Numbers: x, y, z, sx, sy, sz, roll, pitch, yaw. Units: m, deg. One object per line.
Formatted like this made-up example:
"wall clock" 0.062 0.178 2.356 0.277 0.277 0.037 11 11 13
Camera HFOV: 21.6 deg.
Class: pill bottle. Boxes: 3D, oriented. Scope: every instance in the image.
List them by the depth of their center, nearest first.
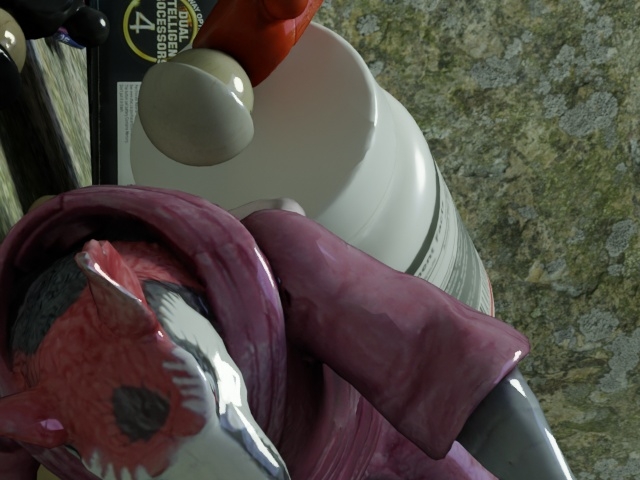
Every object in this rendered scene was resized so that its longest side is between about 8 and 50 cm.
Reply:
"pill bottle" 0.000 0.000 0.981 0.283 0.161 0.161 56 12 -60

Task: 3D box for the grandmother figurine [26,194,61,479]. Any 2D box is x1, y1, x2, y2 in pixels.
"grandmother figurine" -0.104 0.069 0.948 0.342 0.104 0.207 -93 173 -82

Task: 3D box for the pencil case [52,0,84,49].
"pencil case" -0.227 -0.359 1.576 0.167 0.160 0.386 -54 -136 41

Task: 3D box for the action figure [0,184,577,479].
"action figure" -0.020 0.046 0.554 0.370 0.248 0.275 58 15 -68

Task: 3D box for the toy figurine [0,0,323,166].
"toy figurine" -0.112 -0.151 0.801 0.148 0.213 0.209 -60 154 -29

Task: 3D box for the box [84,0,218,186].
"box" -0.123 -0.188 1.206 0.318 0.097 0.395 154 -65 -80
